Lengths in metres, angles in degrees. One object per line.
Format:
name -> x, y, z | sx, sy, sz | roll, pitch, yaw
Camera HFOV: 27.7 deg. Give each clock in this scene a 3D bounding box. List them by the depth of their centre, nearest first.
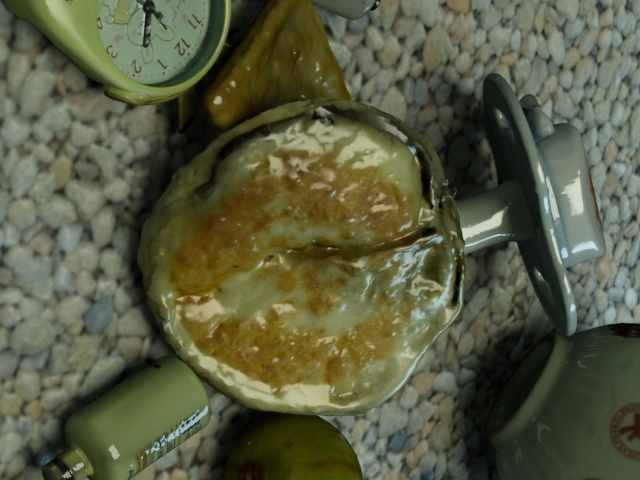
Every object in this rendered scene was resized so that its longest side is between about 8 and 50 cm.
clock -> -0.150, -0.195, 1.129 | 0.170, 0.069, 0.232 | -55, 131, -18

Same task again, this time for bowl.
bowl -> 0.298, 0.209, 1.531 | 0.157, 0.337, 0.337 | 33, 75, -1

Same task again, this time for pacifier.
pacifier -> 0.178, -0.027, 1.410 | 0.233, 0.244, 0.299 | -18, 110, -5

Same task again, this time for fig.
fig -> -0.009, 0.254, 1.312 | 0.186, 0.142, 0.148 | 18, 115, -30

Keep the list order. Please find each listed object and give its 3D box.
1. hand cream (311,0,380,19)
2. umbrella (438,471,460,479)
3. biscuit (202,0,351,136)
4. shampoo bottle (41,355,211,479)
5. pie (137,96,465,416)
hand cream -> -0.015, -0.265, 1.249 | 0.186, 0.054, 0.087 | 20, 82, -36
umbrella -> 0.092, 0.339, 1.484 | 0.188, 0.050, 0.046 | -47, 157, -16
biscuit -> -0.035, -0.135, 1.230 | 0.174, 0.039, 0.183 | -63, 146, -26
shampoo bottle -> -0.181, 0.175, 1.182 | 0.162, 0.079, 0.079 | -32, 120, -32
pie -> -0.007, 0.021, 1.227 | 0.339, 0.077, 0.339 | -9, 119, -16
